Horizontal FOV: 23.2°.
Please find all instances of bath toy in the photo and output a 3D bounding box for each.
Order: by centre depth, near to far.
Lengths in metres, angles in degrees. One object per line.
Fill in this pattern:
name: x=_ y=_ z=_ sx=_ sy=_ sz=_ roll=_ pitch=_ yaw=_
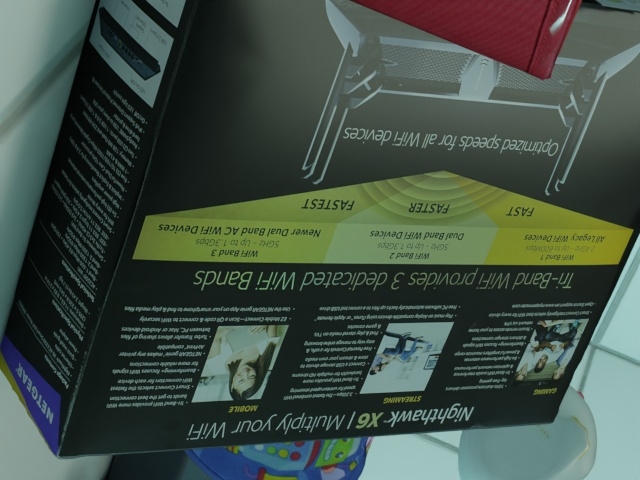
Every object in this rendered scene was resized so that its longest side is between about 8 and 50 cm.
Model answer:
bath toy: x=0.087 y=0.039 z=1.163 sx=0.151 sy=0.348 sz=0.129 roll=-33 pitch=170 yaw=-5

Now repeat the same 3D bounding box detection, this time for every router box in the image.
router box: x=0.025 y=-0.024 z=0.744 sx=0.309 sy=0.081 sz=0.243 roll=2 pitch=119 yaw=-37

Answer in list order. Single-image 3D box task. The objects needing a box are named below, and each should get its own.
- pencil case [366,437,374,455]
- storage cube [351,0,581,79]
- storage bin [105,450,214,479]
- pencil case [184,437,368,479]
pencil case: x=0.012 y=0.098 z=1.379 sx=0.386 sy=0.160 sz=0.167 roll=-61 pitch=-171 yaw=26
storage cube: x=0.010 y=-0.177 z=0.379 sx=0.215 sy=0.193 sz=0.184 roll=84 pitch=29 yaw=-79
storage bin: x=-0.106 y=0.168 z=1.156 sx=0.091 sy=0.098 sz=0.135 roll=-19 pitch=133 yaw=-68
pencil case: x=0.000 y=0.000 z=0.896 sx=0.119 sy=0.133 sz=0.306 roll=-5 pitch=123 yaw=-35
